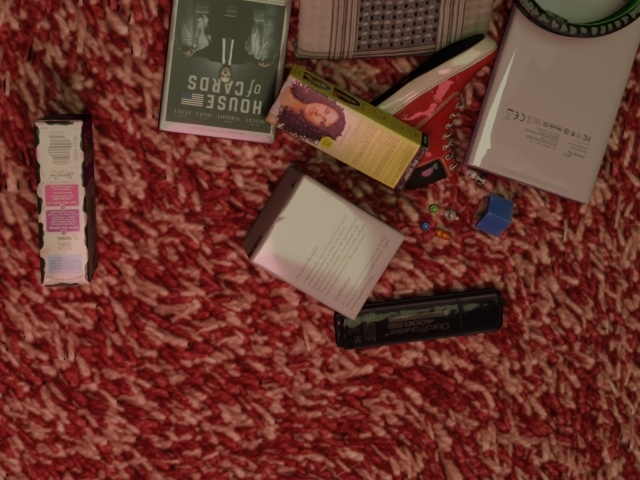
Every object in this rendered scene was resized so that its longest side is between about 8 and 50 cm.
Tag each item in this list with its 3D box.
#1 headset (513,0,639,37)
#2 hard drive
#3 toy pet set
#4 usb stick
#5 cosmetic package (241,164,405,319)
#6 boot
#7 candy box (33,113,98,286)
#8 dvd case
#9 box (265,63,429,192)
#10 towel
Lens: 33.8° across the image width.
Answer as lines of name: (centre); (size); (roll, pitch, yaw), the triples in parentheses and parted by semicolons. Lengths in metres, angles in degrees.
headset: (0.423, -0.498, 1.574); (0.243, 0.185, 0.394); (24, 102, -7)
hard drive: (0.368, -0.239, 1.644); (0.210, 0.040, 0.318); (17, 90, -11)
toy pet set: (0.239, -0.047, 1.664); (0.114, 0.065, 0.122); (24, 96, -12)
usb stick: (0.160, 0.126, 1.693); (0.278, 0.045, 0.077); (-7, 108, -8)
cosmetic package: (0.000, 0.000, 1.590); (0.184, 0.151, 0.151); (32, 93, -13)
boot: (0.198, -0.189, 1.607); (0.244, 0.088, 0.176); (-35, 105, 19)
candy box: (-0.365, -0.062, 1.519); (0.071, 0.159, 0.233); (-2, 100, -7)
dvd case: (-0.143, -0.273, 1.583); (0.179, 0.029, 0.238); (6, 98, -9)
box: (0.041, -0.166, 1.562); (0.232, 0.058, 0.087); (26, 118, -7)
towel: (0.122, -0.386, 1.501); (0.312, 0.056, 0.324); (-3, 140, -9)
